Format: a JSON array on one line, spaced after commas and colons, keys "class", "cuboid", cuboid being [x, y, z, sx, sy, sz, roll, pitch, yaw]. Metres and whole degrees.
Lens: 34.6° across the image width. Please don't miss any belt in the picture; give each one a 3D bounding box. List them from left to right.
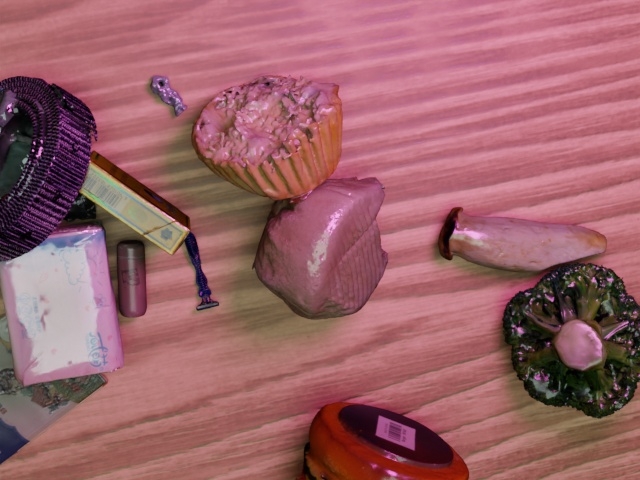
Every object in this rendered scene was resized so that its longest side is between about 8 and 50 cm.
[{"class": "belt", "cuboid": [-0.527, -0.121, 1.752, 0.260, 0.122, 0.325, 26, 87, 31]}]

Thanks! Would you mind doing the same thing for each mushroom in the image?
[{"class": "mushroom", "cuboid": [0.387, 0.008, 1.979, 0.333, 0.087, 0.107, 8, 100, -12]}]

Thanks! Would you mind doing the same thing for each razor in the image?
[{"class": "razor", "cuboid": [-0.231, 0.055, 1.937, 0.044, 0.028, 0.155, -15, 105, -4]}]

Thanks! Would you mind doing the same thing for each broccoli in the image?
[{"class": "broccoli", "cuboid": [0.482, 0.180, 1.929, 0.297, 0.297, 0.298, -3, 80, 14]}]

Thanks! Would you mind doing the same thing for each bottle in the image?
[{"class": "bottle", "cuboid": [-0.351, 0.071, 1.913, 0.053, 0.053, 0.140, -1, 102, -7]}]

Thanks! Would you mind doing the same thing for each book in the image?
[{"class": "book", "cuboid": [-0.598, 0.282, 1.945, 0.322, 0.018, 0.228, -38, 104, 2]}]

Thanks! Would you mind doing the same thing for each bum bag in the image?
[{"class": "bum bag", "cuboid": [-0.474, -0.058, 1.878, 0.124, 0.034, 0.058, -5, 112, -6]}]

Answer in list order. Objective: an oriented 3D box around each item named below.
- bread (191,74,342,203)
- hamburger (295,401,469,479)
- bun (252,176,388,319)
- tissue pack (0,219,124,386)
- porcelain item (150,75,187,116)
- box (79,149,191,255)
[{"class": "bread", "cuboid": [-0.086, -0.184, 1.798, 0.274, 0.274, 0.149, -20, 126, -3]}, {"class": "hamburger", "cuboid": [0.102, 0.472, 1.922, 0.329, 0.330, 0.250, 19, 101, -11]}, {"class": "bun", "cuboid": [-0.008, 0.011, 1.859, 0.204, 0.281, 0.282, 16, 103, 33]}, {"class": "tissue pack", "cuboid": [-0.472, 0.111, 1.861, 0.201, 0.124, 0.271, -8, 100, -8]}, {"class": "porcelain item", "cuboid": [-0.277, -0.265, 1.864, 0.036, 0.028, 0.083, -42, 103, -14]}, {"class": "box", "cuboid": [-0.337, -0.068, 1.840, 0.220, 0.141, 0.064, 38, 94, -12]}]
